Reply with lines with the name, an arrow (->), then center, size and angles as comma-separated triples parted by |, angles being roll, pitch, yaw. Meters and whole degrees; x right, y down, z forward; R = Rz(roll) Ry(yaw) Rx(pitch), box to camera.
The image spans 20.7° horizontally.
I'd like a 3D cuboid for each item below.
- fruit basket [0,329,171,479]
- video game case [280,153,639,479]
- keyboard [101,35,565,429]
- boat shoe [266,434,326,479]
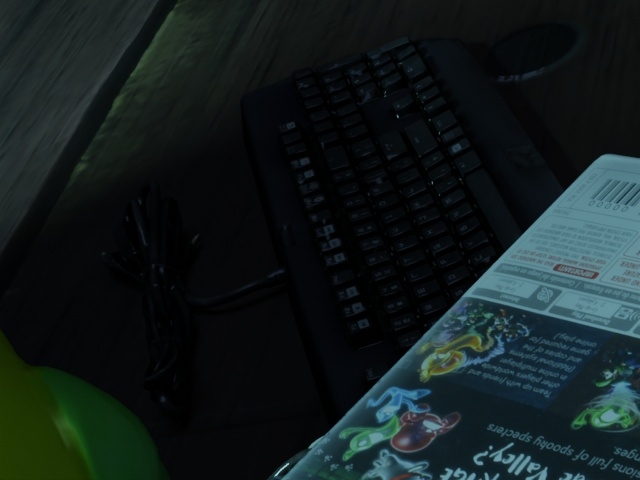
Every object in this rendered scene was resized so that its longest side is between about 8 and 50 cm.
fruit basket -> -0.243, 0.043, 0.569 | 0.392, 0.283, 0.392 | -18, 7, 2
video game case -> 0.101, 0.045, 0.459 | 0.190, 0.022, 0.173 | 13, 47, 46
keyboard -> 0.000, 0.000, 0.747 | 0.201, 0.033, 0.317 | -24, 28, 2
boat shoe -> 0.019, 0.095, 0.527 | 0.233, 0.079, 0.084 | -38, 30, -25
